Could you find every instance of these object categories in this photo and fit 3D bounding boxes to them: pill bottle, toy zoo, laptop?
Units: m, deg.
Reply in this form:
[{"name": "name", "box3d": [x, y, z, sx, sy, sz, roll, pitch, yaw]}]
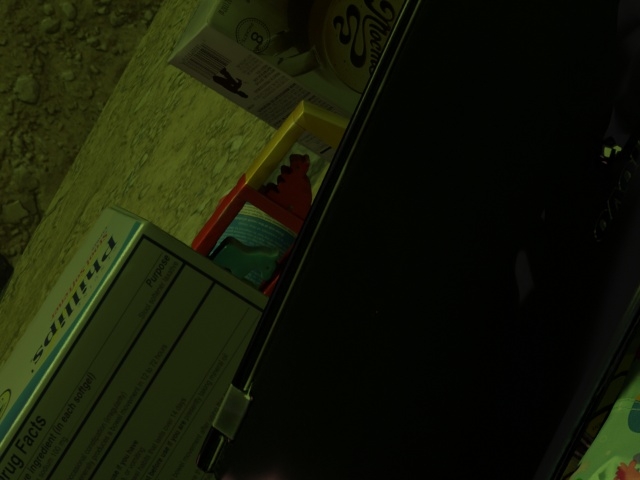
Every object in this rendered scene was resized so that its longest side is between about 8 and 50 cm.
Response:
[{"name": "pill bottle", "box3d": [-0.089, 0.061, 1.903, 0.124, 0.124, 0.221, -32, 30, 53]}, {"name": "toy zoo", "box3d": [0.000, 0.000, 1.663, 0.293, 0.192, 0.030, -51, 18, 19]}, {"name": "laptop", "box3d": [0.116, 0.018, 1.011, 0.408, 0.236, 0.382, -7, -55, -63]}]

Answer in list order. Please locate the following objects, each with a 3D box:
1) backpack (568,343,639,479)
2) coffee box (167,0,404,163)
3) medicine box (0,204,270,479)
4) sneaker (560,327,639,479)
[{"name": "backpack", "box3d": [0.220, 0.136, 0.807, 0.191, 0.225, 0.253, -2, 52, 42]}, {"name": "coffee box", "box3d": [0.029, -0.176, 1.717, 0.119, 0.297, 0.168, -29, 33, 62]}, {"name": "medicine box", "box3d": [-0.123, 0.156, 1.555, 0.263, 0.289, 0.149, -58, 18, -3]}, {"name": "sneaker", "box3d": [0.167, 0.120, 1.101, 0.385, 0.145, 0.147, -30, 36, 62]}]
